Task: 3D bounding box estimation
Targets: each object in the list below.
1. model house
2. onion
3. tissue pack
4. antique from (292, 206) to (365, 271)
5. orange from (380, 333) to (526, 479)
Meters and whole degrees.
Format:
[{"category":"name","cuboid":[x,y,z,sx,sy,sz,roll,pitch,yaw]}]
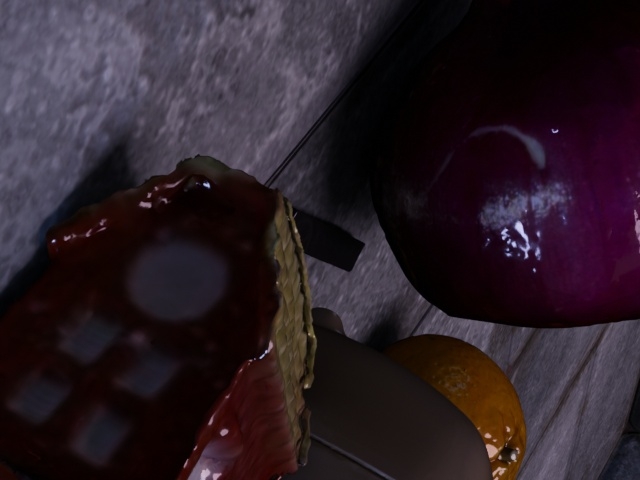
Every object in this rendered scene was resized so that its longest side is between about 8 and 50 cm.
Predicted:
[{"category":"model house","cuboid":[-0.090,0.079,0.870,0.254,0.160,0.196,-57,159,-27]},{"category":"onion","cuboid":[0.191,-0.113,1.212,0.348,0.347,0.385,-33,109,-56]},{"category":"tissue pack","cuboid":[-0.006,0.247,1.108,0.277,0.267,0.387,-50,154,-29]},{"category":"antique","cuboid":[0.000,0.000,1.212,0.031,0.015,0.192,-65,160,0]},{"category":"orange","cuboid":[0.110,0.207,1.492,0.219,0.193,0.219,-30,137,-32]}]
